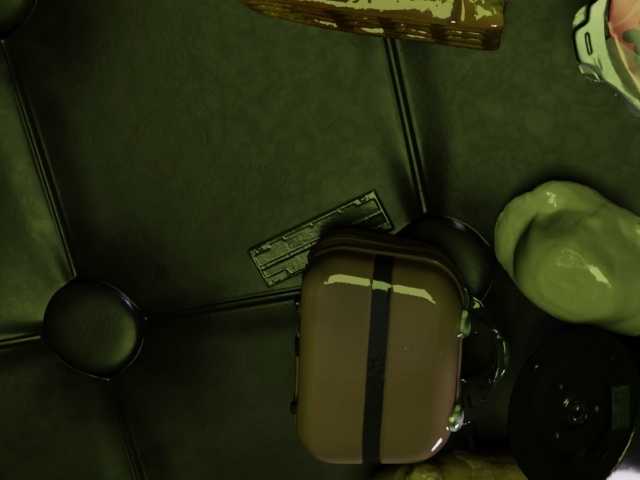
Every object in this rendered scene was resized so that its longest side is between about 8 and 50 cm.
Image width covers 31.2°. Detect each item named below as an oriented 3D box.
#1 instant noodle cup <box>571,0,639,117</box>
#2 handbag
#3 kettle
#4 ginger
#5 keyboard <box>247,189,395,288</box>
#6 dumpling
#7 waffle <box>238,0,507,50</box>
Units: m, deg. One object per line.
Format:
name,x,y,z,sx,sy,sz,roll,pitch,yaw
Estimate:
instant noodle cup,0.433,-0.266,1.292,0.302,0.181,0.259,0,109,9
handbag,0.106,0.145,1.497,0.283,0.149,0.302,4,110,3
kettle,0.427,0.239,1.422,0.290,0.208,0.268,21,158,-31
ginger,0.218,0.343,1.556,0.353,0.126,0.190,-7,141,5
keyboard,0.000,0.000,1.538,0.198,0.010,0.064,-25,102,15
dumpling,0.333,0.024,1.437,0.250,0.132,0.162,31,117,18
waffle,0.056,-0.293,1.323,0.327,0.224,0.098,7,93,6
